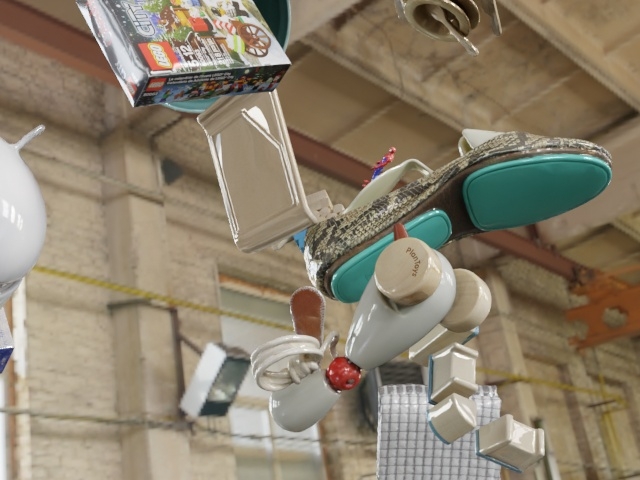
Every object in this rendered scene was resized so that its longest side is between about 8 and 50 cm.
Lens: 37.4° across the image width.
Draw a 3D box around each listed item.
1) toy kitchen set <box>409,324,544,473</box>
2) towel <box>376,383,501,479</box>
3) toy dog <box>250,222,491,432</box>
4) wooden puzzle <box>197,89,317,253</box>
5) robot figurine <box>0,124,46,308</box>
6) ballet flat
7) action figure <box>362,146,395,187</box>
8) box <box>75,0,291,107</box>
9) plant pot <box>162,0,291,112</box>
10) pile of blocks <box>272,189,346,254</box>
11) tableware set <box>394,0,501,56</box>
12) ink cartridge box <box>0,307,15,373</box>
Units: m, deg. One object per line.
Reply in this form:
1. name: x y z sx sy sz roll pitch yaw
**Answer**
1. toy kitchen set: 0.226 0.221 1.381 0.166 0.207 0.122 25 -43 -18
2. towel: 0.219 0.412 1.790 0.235 0.283 0.121 1 13 -1
3. toy dog: 0.052 0.097 1.256 0.334 0.161 0.220 -27 -43 -1
4. wooden puzzle: -0.095 -0.113 1.440 0.044 0.238 0.221 -17 -4 -34
5. robot figurine: -0.391 0.022 0.873 0.353 0.200 0.300 -48 -2 18
6. ballet flat: 0.190 -0.071 1.442 0.483 0.182 0.164 -24 -43 0
7. action figure: 0.133 -0.165 2.115 0.030 0.038 0.115 38 -60 -3
8. box: -0.150 -0.236 0.897 0.159 0.233 0.044 -14 -25 -40
9. plant pot: -0.215 -0.375 1.554 0.293 0.196 0.293 -7 -68 -17
10. pile of blocks: 0.000 0.000 1.649 0.149 0.362 0.112 -44 -42 -15
11. tableware set: 0.109 -0.261 0.964 0.128 0.039 0.194 16 -20 26
12. ink cartridge box: -0.645 0.146 1.812 0.046 0.207 0.097 -2 -36 -38
